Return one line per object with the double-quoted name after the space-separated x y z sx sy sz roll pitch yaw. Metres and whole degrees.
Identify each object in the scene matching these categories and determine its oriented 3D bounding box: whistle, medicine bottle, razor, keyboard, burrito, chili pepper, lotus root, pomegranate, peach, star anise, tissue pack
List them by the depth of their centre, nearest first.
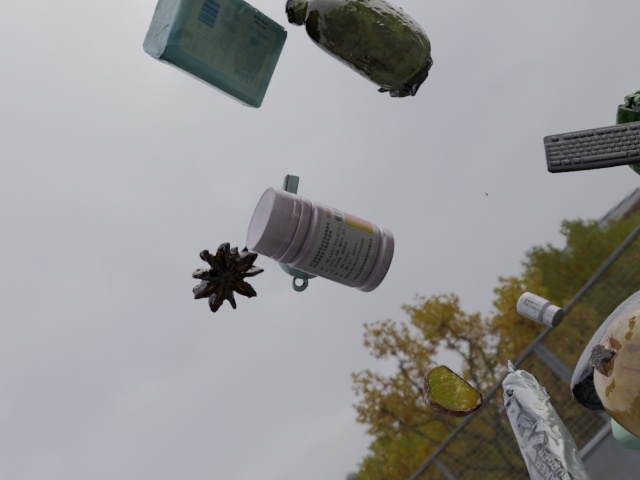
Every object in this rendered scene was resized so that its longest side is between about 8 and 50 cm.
0.429 0.161 0.932 0.191 0.191 0.191 -31 -31 -21 "pomegranate"
0.188 0.220 1.093 0.083 0.077 0.050 2 -42 -4 "peach"
0.445 -0.145 1.217 0.381 0.103 0.041 -12 -50 20 "keyboard"
0.000 0.000 1.406 0.250 0.133 0.133 19 -60 -18 "medicine bottle"
-0.195 -0.379 1.438 0.263 0.089 0.177 20 -90 -51 "tissue pack"
0.432 0.396 1.449 0.101 0.445 0.139 -15 -56 3 "burrito"
0.075 -0.398 1.463 0.173 0.309 0.173 -60 0 1 "lotus root"
0.624 -0.200 1.483 0.099 0.083 0.253 -40 -37 6 "chili pepper"
0.630 0.215 1.586 0.349 0.113 0.204 -31 -25 -53 "razor"
0.464 0.147 1.614 0.052 0.089 0.052 -20 -58 -36 "medicine bottle"
-0.181 0.061 1.682 0.234 0.073 0.177 -28 -54 -11 "star anise"
-0.037 -0.011 1.914 0.163 0.163 0.289 42 -129 -61 "whistle"

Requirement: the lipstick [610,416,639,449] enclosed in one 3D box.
0.563 0.255 1.162 0.076 0.076 0.304 -25 -15 -29 "lipstick"
